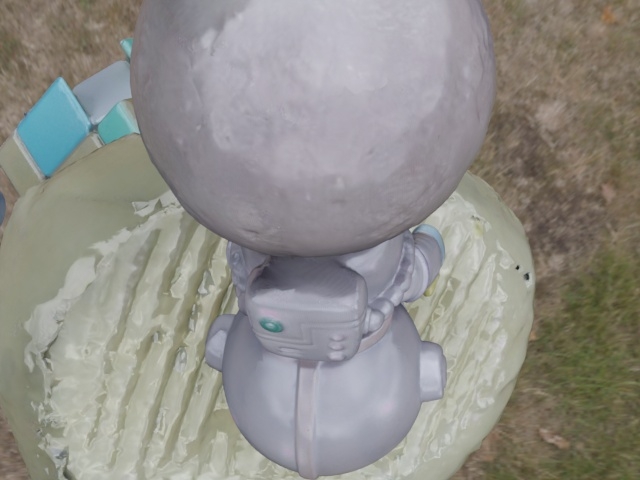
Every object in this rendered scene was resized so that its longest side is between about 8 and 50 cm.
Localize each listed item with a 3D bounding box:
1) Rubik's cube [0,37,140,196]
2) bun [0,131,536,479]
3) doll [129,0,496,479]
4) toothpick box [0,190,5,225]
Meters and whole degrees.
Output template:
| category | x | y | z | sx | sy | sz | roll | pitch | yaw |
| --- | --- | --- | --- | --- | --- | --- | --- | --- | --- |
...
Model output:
| category | x | y | z | sx | sy | sz | roll | pitch | yaw |
| --- | --- | --- | --- | --- | --- | --- | --- | --- | --- |
| Rubik's cube | -0.150 | -0.060 | 1.034 | 0.213 | 0.224 | 0.265 | 55 | 38 | 6 |
| bun | -0.045 | 0.053 | 0.732 | 0.359 | 0.211 | 0.360 | -7 | 114 | -16 |
| doll | 0.000 | 0.000 | 0.477 | 0.150 | 0.287 | 0.151 | -2 | 41 | 1 |
| toothpick box | -0.477 | -0.059 | 1.330 | 0.101 | 0.153 | 0.101 | -11 | 62 | 21 |
